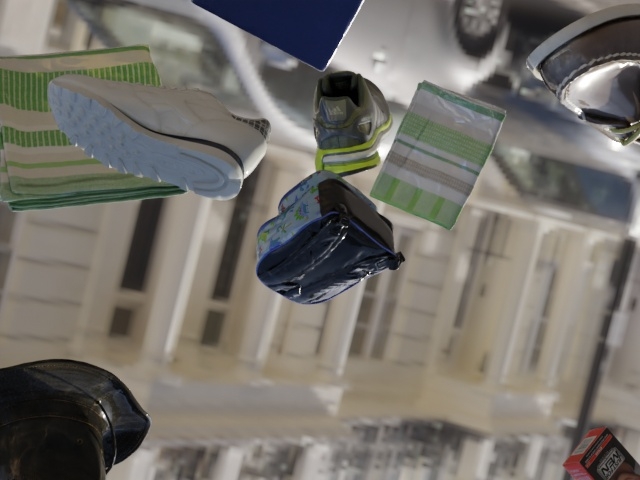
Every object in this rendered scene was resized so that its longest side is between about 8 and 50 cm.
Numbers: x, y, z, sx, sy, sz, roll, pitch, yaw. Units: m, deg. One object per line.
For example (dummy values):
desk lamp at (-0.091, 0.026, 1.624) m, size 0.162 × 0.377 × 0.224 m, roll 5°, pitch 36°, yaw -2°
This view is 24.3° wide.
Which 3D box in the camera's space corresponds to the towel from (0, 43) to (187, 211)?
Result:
towel at (-0.327, -0.162, 2.036) m, size 0.248 × 0.038 × 0.325 m, roll -6°, pitch -138°, yaw -11°

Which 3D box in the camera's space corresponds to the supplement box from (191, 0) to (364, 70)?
supplement box at (0.005, -0.422, 1.901) m, size 0.195 × 0.194 × 0.356 m, roll 28°, pitch -135°, yaw -4°

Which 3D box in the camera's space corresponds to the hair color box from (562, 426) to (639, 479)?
hair color box at (0.396, 0.325, 1.978) m, size 0.141 × 0.072 × 0.043 m, roll 48°, pitch 152°, yaw -7°

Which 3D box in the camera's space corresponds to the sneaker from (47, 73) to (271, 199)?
sneaker at (-0.168, -0.121, 1.527) m, size 0.235 × 0.095 × 0.090 m, roll 23°, pitch 146°, yaw 10°

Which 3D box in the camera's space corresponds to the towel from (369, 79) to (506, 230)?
towel at (0.132, -0.099, 1.688) m, size 0.113 × 0.152 × 0.023 m, roll 23°, pitch 173°, yaw 23°

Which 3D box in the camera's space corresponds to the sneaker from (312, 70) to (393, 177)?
sneaker at (0.044, -0.192, 2.125) m, size 0.111 × 0.121 × 0.300 m, roll -6°, pitch -157°, yaw 5°

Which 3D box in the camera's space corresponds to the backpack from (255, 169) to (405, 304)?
backpack at (0.000, 0.000, 1.355) m, size 0.105 × 0.114 × 0.084 m, roll 36°, pitch -148°, yaw -35°

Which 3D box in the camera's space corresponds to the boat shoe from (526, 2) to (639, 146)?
boat shoe at (0.293, -0.139, 1.363) m, size 0.117 × 0.096 × 0.324 m, roll -30°, pitch 164°, yaw 27°

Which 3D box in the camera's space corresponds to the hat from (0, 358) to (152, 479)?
hat at (-0.377, 0.297, 1.973) m, size 0.331 × 0.134 × 0.331 m, roll -8°, pitch 146°, yaw -5°
